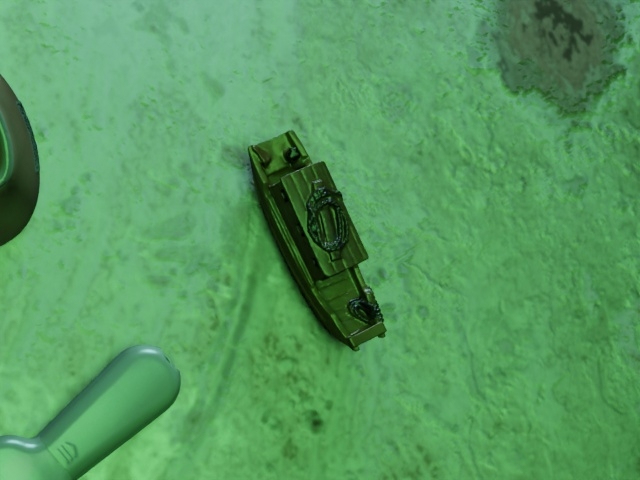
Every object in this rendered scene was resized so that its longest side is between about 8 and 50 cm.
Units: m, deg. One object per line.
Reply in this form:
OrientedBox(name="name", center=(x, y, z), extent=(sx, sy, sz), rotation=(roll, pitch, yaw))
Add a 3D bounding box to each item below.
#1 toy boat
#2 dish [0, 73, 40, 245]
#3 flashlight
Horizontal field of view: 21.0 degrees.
OrientedBox(name="toy boat", center=(0.000, 0.000, 1.502), extent=(0.057, 0.077, 0.200), rotation=(-25, 92, -23))
OrientedBox(name="dish", center=(-0.320, -0.071, 1.383), extent=(0.213, 0.090, 0.213), rotation=(3, 81, -21))
OrientedBox(name="flashlight", center=(-0.198, 0.160, 1.422), extent=(0.200, 0.047, 0.093), rotation=(-42, 99, -23))
